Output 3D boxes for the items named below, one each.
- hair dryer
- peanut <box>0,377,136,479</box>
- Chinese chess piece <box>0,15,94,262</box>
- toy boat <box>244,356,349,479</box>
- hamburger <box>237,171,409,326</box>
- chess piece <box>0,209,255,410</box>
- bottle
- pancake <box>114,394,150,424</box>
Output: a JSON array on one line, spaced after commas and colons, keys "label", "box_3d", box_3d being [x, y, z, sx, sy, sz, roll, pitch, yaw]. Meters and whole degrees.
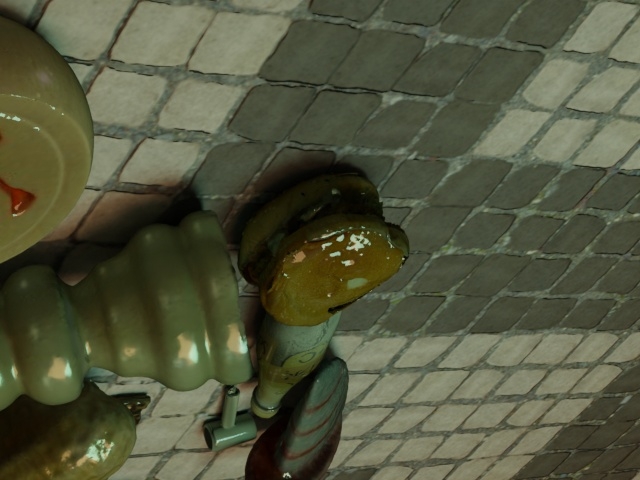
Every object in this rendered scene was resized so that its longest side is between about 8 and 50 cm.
[{"label": "hair dryer", "box_3d": [-0.110, 0.215, 2.022, 0.063, 0.038, 0.124, -14, 140, -23]}, {"label": "peanut", "box_3d": [-0.316, 0.232, 1.798, 0.224, 0.129, 0.129, -25, 150, 9]}, {"label": "Chinese chess piece", "box_3d": [-0.323, -0.074, 1.348, 0.273, 0.102, 0.273, -19, 149, -12]}, {"label": "toy boat", "box_3d": [-0.012, 0.216, 2.001, 0.206, 0.096, 0.282, -45, 162, -37]}, {"label": "hamburger", "box_3d": [0.000, 0.000, 1.705, 0.177, 0.113, 0.185, -10, 139, -15]}, {"label": "chess piece", "box_3d": [-0.246, 0.090, 1.600, 0.330, 0.182, 0.182, -13, 147, -11]}, {"label": "bottle", "box_3d": [-0.040, 0.132, 1.892, 0.083, 0.083, 0.270, -10, 148, -24]}, {"label": "pancake", "box_3d": [-0.273, 0.246, 1.955, 0.190, 0.020, 0.184, -32, 148, 13]}]
